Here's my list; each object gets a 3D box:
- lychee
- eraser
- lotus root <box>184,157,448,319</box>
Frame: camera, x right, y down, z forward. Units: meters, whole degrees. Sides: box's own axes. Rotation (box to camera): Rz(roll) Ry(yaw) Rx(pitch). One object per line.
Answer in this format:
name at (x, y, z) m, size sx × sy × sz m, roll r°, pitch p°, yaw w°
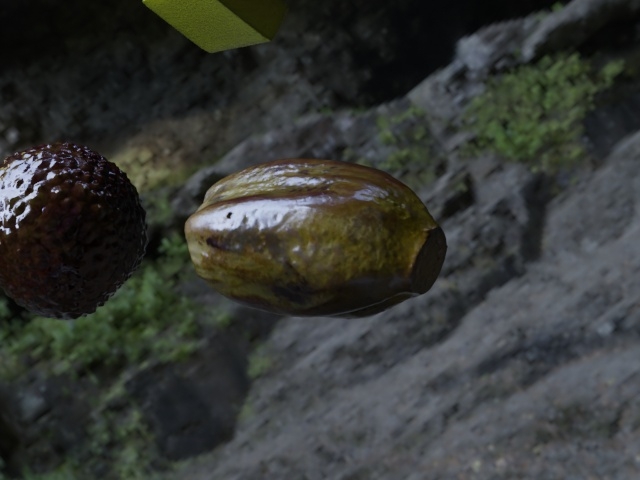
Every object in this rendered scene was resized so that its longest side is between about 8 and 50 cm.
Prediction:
lychee at (-0.371, -0.017, 1.928) m, size 0.260 × 0.260 × 0.260 m, roll -38°, pitch -6°, yaw -5°
eraser at (-0.106, -0.235, 1.323) m, size 0.122 × 0.097 × 0.045 m, roll 0°, pitch 61°, yaw 56°
lotus root at (0.001, 0.009, 1.448) m, size 0.291 × 0.193 × 0.193 m, roll 1°, pitch 16°, yaw 30°
